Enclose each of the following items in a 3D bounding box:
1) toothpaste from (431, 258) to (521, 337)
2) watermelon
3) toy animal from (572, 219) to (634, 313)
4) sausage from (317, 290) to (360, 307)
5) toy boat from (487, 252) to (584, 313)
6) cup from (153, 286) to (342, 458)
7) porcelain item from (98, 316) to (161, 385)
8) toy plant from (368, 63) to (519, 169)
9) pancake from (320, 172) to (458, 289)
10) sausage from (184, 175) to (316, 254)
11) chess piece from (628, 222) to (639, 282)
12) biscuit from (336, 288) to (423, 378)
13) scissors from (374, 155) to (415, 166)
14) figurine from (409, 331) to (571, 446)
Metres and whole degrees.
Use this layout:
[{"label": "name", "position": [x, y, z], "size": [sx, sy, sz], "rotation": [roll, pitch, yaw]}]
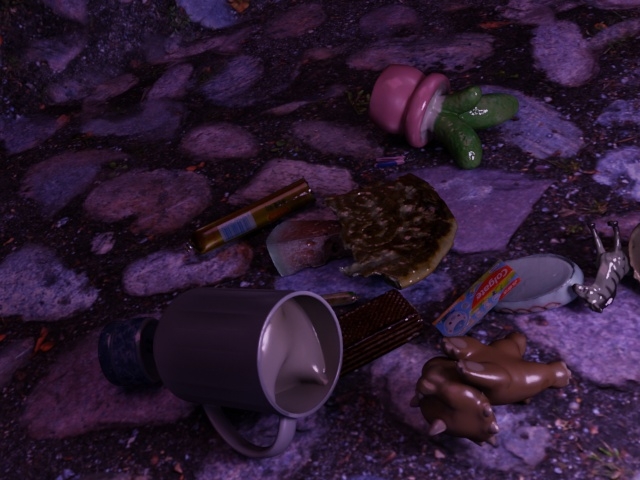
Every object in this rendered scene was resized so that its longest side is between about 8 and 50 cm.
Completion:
[{"label": "toothpaste", "position": [0.321, 0.130, 1.604], "size": [0.193, 0.044, 0.070], "rotation": [-44, 40, 2]}, {"label": "watermelon", "position": [0.000, 0.000, 1.944], "size": [0.241, 0.094, 0.154], "rotation": [-7, 29, 13]}, {"label": "toy animal", "position": [0.590, 0.047, 1.588], "size": [0.217, 0.176, 0.073], "rotation": [-7, 3, -40]}, {"label": "sausage", "position": [-0.040, 0.145, 1.803], "size": [0.269, 0.033, 0.033], "rotation": [-9, 38, 13]}, {"label": "toy boat", "position": [0.441, 0.097, 1.640], "size": [0.208, 0.079, 0.134], "rotation": [-13, 38, 26]}, {"label": "cup", "position": [-0.153, 0.253, 1.552], "size": [0.327, 0.323, 0.237], "rotation": [-3, -7, 41]}, {"label": "porcelain item", "position": [-0.412, 0.244, 1.742], "size": [0.114, 0.147, 0.147], "rotation": [-7, 38, 14]}, {"label": "toy plant", "position": [0.326, -0.361, 2.157], "size": [0.356, 0.210, 0.317], "rotation": [20, 48, 24]}, {"label": "pancake", "position": [0.171, -0.020, 1.857], "size": [0.305, 0.067, 0.427], "rotation": [-7, 37, -5]}, {"label": "sausage", "position": [-0.188, -0.056, 2.091], "size": [0.371, 0.082, 0.082], "rotation": [-27, 37, -9]}, {"label": "chess piece", "position": [0.830, -0.043, 1.526], "size": [0.442, 0.234, 0.234], "rotation": [-30, 38, -20]}, {"label": "biscuit", "position": [0.082, 0.199, 1.652], "size": [0.252, 0.070, 0.106], "rotation": [-26, 36, -9]}, {"label": "scissors", "position": [0.204, -0.219, 2.179], "size": [0.113, 0.012, 0.039], "rotation": [-3, 39, 20]}, {"label": "figurine", "position": [0.282, 0.271, 1.408], "size": [0.247, 0.173, 0.177], "rotation": [-5, 29, -38]}]
